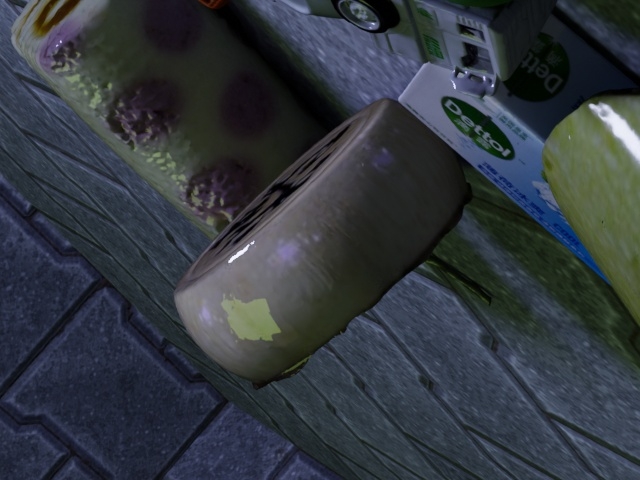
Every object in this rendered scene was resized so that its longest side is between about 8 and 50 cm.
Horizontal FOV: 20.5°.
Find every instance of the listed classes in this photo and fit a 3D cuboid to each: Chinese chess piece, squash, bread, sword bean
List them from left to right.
[{"bbox_3d":[-0.115,-0.117,1.605,0.338,0.155,0.187,43,177,-26],"label":"bread"},{"bbox_3d":[0.000,0.000,1.408,0.104,0.257,0.257,48,168,-8],"label":"Chinese chess piece"},{"bbox_3d":[0.136,0.038,1.738,0.083,0.012,0.012,36,168,26],"label":"sword bean"},{"bbox_3d":[0.243,-0.008,0.987,0.204,0.155,0.237,4,146,-13],"label":"squash"}]

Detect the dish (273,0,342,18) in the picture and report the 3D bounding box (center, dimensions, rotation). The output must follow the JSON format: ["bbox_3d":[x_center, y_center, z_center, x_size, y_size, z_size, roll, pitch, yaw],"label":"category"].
[{"bbox_3d":[-0.024,-0.196,1.294,0.137,0.039,0.091,31,166,35],"label":"dish"}]

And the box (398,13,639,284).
[{"bbox_3d":[0.153,-0.066,1.126,0.194,0.073,0.139,41,169,0],"label":"box"}]

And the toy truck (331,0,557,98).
[{"bbox_3d":[0.064,-0.183,0.921,0.125,0.101,0.242,22,159,25],"label":"toy truck"}]

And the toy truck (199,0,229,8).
[{"bbox_3d":[-0.056,-0.226,1.119,0.114,0.107,0.252,41,170,-9],"label":"toy truck"}]
